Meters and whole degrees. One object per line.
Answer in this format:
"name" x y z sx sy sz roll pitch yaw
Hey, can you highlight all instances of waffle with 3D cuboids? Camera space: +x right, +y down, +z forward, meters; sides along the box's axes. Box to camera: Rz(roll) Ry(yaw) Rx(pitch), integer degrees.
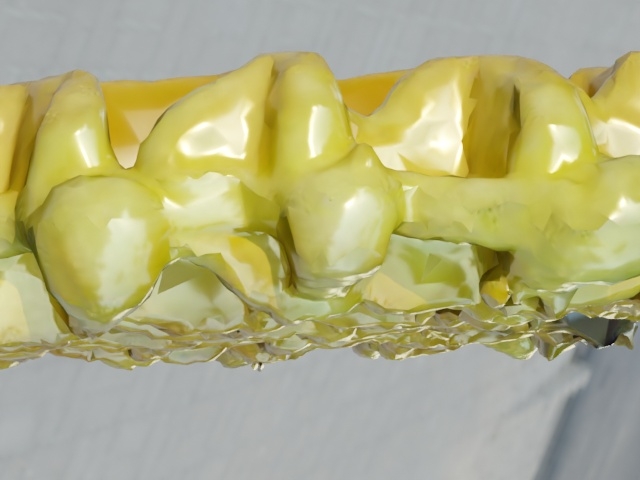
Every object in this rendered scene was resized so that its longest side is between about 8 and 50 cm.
"waffle" 0.000 -0.001 0.484 0.283 0.309 0.065 7 81 -59
